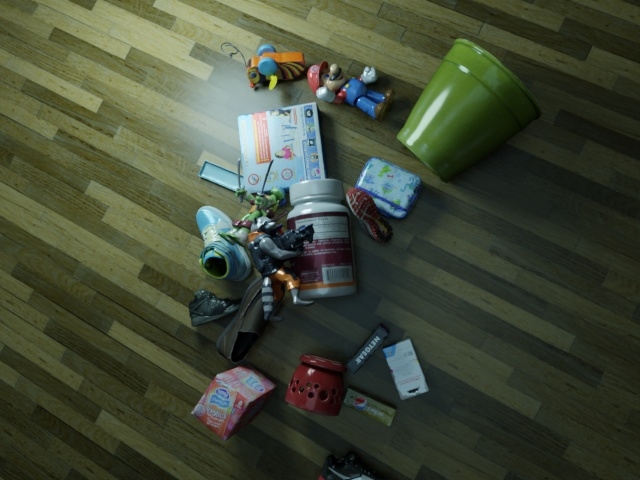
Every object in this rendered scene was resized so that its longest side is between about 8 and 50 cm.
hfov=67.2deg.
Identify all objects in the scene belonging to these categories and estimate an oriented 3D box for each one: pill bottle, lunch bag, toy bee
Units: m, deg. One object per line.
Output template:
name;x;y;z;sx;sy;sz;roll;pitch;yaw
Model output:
pill bottle;0.000;0.000;1.662;0.224;0.224;0.392;-6;83;9
lunch bag;0.239;-0.180;1.712;0.219;0.090;0.176;29;92;12
toy bee;-0.214;-0.655;1.822;0.298;0.162;0.195;20;56;-2

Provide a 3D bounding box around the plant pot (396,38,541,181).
plant pot;0.452;-0.395;1.591;0.366;0.366;0.353;46;105;11

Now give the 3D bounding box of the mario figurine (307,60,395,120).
mario figurine;0.104;-0.557;1.722;0.320;0.198;0.170;24;110;6

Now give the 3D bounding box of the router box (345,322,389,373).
router box;0.163;0.366;1.643;0.046;0.133;0.179;41;91;10

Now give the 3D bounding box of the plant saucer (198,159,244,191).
plant saucer;-0.373;-0.244;1.853;0.192;0.018;0.067;23;88;10

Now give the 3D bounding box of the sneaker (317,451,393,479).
sneaker;0.131;0.791;1.621;0.276;0.097;0.135;7;87;11

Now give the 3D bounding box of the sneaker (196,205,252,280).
sneaker;-0.381;0.005;1.727;0.127;0.208;0.319;-37;80;14

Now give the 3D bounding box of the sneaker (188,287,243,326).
sneaker;-0.384;0.226;1.771;0.227;0.087;0.130;-18;88;13

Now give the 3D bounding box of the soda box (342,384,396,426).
soda box;0.169;0.567;1.659;0.181;0.058;0.061;22;88;10

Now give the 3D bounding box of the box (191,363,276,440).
box;-0.278;0.529;1.613;0.142;0.300;0.154;33;89;13

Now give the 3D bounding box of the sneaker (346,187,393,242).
sneaker;0.155;-0.082;1.679;0.088;0.092;0.225;-41;107;-21

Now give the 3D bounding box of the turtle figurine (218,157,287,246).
turtle figurine;-0.255;-0.127;1.642;0.197;0.275;0.266;25;70;28

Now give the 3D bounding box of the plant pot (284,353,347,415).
plant pot;-0.010;0.482;1.635;0.191;0.191;0.174;11;79;10

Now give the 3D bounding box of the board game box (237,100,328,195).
board game box;-0.138;-0.331;1.789;0.301;0.086;0.308;-7;83;9

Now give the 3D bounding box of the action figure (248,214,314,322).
action figure;-0.135;0.066;1.507;0.178;0.341;0.330;-13;75;-28

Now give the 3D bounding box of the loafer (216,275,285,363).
loafer;-0.226;0.286;1.700;0.366;0.133;0.130;-59;36;8

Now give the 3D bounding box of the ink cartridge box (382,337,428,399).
ink cartridge box;0.291;0.438;1.650;0.104;0.061;0.181;-21;81;7
